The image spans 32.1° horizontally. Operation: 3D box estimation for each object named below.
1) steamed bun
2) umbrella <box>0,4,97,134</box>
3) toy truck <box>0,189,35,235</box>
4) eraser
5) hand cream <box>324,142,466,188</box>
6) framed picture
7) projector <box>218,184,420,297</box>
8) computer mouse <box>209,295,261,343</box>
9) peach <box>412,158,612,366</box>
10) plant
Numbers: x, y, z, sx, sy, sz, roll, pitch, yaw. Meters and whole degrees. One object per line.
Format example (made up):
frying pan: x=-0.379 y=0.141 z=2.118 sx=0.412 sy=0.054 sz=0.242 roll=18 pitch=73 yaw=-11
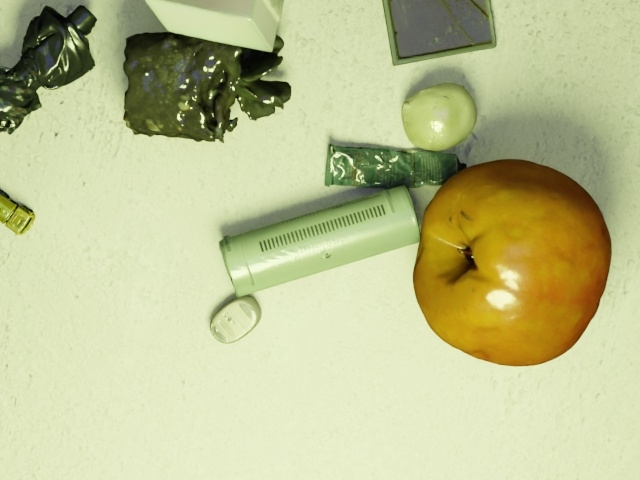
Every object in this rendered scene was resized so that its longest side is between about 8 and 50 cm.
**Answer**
steamed bun: x=0.209 y=-0.214 z=1.929 sx=0.130 sy=0.091 sz=0.112 roll=-17 pitch=94 yaw=-4
umbrella: x=-0.480 y=-0.287 z=1.874 sx=0.122 sy=0.110 sz=0.272 roll=44 pitch=84 yaw=-4
toy truck: x=-0.529 y=-0.046 z=1.896 sx=0.083 sy=0.054 sz=0.049 roll=36 pitch=88 yaw=-5
eraser: x=-0.141 y=-0.500 z=1.811 sx=0.213 sy=0.082 sz=0.397 roll=11 pitch=61 yaw=-2
hand cream: x=0.133 y=-0.128 z=1.944 sx=0.247 sy=0.052 sz=0.075 roll=1 pitch=90 yaw=-4
framed picture: x=0.198 y=-0.453 z=1.960 sx=0.192 sy=0.018 sz=0.265 roll=-9 pitch=91 yaw=-4
projector: x=0.000 y=0.000 z=1.910 sx=0.337 sy=0.108 sz=0.108 roll=-17 pitch=92 yaw=-4
computer mouse: x=-0.147 y=0.136 z=1.937 sx=0.096 sy=0.039 sz=0.066 roll=-39 pitch=93 yaw=5
peach: x=0.323 y=0.036 z=1.833 sx=0.301 sy=0.343 sz=0.343 roll=10 pitch=91 yaw=-30
plant: x=-0.187 y=-0.258 z=1.856 sx=0.276 sy=0.199 sz=0.188 roll=-3 pitch=98 yaw=-1
